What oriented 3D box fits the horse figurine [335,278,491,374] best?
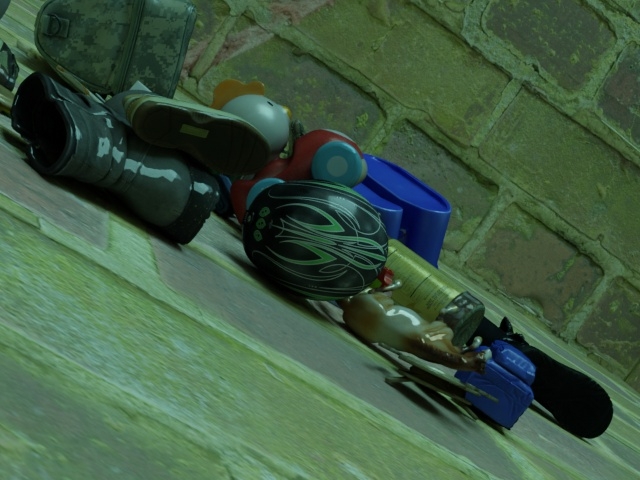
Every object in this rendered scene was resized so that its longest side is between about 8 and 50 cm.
[{"bbox_3d":[0.110,0.104,1.604,0.263,0.066,0.174,26,20,13],"label":"horse figurine"}]

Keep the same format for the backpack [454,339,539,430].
[{"bbox_3d":[0.239,0.189,1.640,0.098,0.101,0.120,41,3,-1],"label":"backpack"}]

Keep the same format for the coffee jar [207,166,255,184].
[{"bbox_3d":[-0.170,-0.149,2.155,0.184,0.096,0.079,37,4,35],"label":"coffee jar"}]

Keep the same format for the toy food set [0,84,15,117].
[{"bbox_3d":[-0.397,-0.177,1.472,0.083,0.020,0.082,31,7,-34],"label":"toy food set"}]

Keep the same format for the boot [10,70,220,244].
[{"bbox_3d":[-0.259,-0.138,1.428,0.223,0.118,0.338,29,9,-33],"label":"boot"}]

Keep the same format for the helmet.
[{"bbox_3d":[0.000,0.000,1.545,0.162,0.169,0.169,17,-7,41],"label":"helmet"}]

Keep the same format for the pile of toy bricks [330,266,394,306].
[{"bbox_3d":[0.025,0.021,1.786,0.118,0.105,0.212,30,7,-33],"label":"pile of toy bricks"}]

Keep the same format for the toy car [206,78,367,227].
[{"bbox_3d":[-0.068,-0.146,1.812,0.238,0.210,0.219,60,-3,0],"label":"toy car"}]

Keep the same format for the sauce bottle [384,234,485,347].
[{"bbox_3d":[0.103,0.050,1.972,0.344,0.111,0.111,37,6,25],"label":"sauce bottle"}]

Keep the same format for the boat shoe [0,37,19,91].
[{"bbox_3d":[-0.418,-0.221,1.584,0.049,0.056,0.152,37,14,-23],"label":"boat shoe"}]

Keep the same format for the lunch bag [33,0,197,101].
[{"bbox_3d":[-0.366,-0.347,2.140,0.256,0.212,0.305,16,6,-9],"label":"lunch bag"}]

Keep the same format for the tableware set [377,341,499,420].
[{"bbox_3d":[0.142,0.179,1.488,0.128,0.039,0.194,24,-4,21],"label":"tableware set"}]

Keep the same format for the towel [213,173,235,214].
[{"bbox_3d":[-0.152,-0.069,1.862,0.067,0.029,0.119,60,7,3],"label":"towel"}]

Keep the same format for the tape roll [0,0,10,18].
[{"bbox_3d":[-0.430,-0.296,1.271,0.219,0.219,0.072,36,4,13],"label":"tape roll"}]

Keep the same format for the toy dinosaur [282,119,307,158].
[{"bbox_3d":[-0.083,-0.116,2.303,0.118,0.268,0.064,1,52,-4],"label":"toy dinosaur"}]

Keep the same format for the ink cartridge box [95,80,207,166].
[{"bbox_3d":[-0.250,-0.180,1.873,0.181,0.061,0.104,40,-3,9],"label":"ink cartridge box"}]

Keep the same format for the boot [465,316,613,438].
[{"bbox_3d":[0.372,0.226,2.108,0.246,0.094,0.207,35,3,-23],"label":"boot"}]

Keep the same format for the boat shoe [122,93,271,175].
[{"bbox_3d":[-0.141,-0.131,1.393,0.190,0.068,0.072,22,14,-41],"label":"boat shoe"}]

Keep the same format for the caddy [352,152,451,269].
[{"bbox_3d":[0.077,-0.029,2.198,0.241,0.179,0.341,0,26,-34],"label":"caddy"}]

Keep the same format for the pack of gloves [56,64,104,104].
[{"bbox_3d":[-0.286,-0.144,1.804,0.195,0.046,0.232,38,-4,29],"label":"pack of gloves"}]
